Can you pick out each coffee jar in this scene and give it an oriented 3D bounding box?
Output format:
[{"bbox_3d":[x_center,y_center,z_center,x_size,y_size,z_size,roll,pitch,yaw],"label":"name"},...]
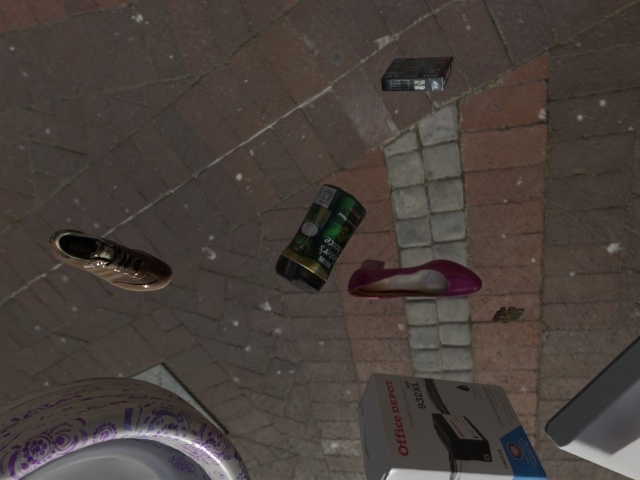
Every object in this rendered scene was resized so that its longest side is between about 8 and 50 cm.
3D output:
[{"bbox_3d":[0.000,0.000,0.822,0.079,0.096,0.184,27,84,36],"label":"coffee jar"}]

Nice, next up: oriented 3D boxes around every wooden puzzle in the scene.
[{"bbox_3d":[0.365,0.145,0.910,0.049,0.006,0.083,-2,147,3],"label":"wooden puzzle"}]

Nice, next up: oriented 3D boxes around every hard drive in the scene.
[{"bbox_3d":[0.469,0.243,0.651,0.307,0.040,0.203,30,106,-30],"label":"hard drive"}]

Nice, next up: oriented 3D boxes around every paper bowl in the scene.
[{"bbox_3d":[-0.213,0.263,0.411,0.148,0.284,0.284,7,127,50],"label":"paper bowl"}]

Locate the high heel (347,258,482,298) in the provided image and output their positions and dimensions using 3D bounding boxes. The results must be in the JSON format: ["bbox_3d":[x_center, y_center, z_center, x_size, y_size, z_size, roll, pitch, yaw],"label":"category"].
[{"bbox_3d":[0.176,0.086,0.883,0.244,0.117,0.082,11,117,15],"label":"high heel"}]

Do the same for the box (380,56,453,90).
[{"bbox_3d":[0.131,-0.225,0.631,0.083,0.067,0.018,7,135,24],"label":"box"}]

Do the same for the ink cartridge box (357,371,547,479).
[{"bbox_3d":[0.247,0.404,0.949,0.308,0.223,0.129,8,121,-9],"label":"ink cartridge box"}]

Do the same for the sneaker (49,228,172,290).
[{"bbox_3d":[-0.329,0.034,0.737,0.188,0.066,0.071,18,163,-15],"label":"sneaker"}]
